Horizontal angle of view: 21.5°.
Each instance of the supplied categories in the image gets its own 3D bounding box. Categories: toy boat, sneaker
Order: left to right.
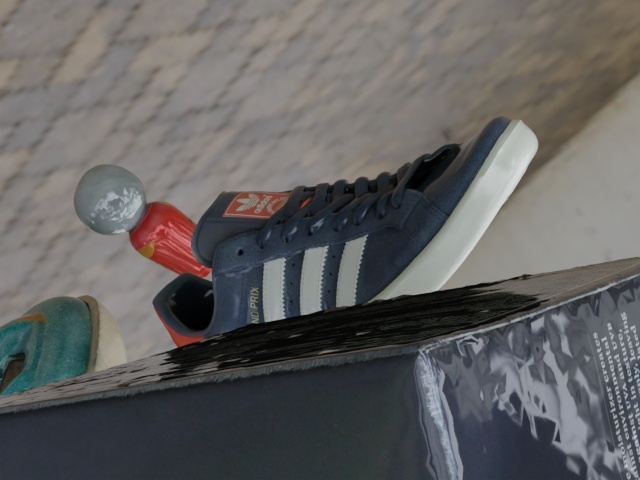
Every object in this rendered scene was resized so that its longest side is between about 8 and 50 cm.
[{"bbox_3d":[-0.238,0.083,1.597,0.318,0.148,0.267,-54,-159,7],"label":"toy boat"},{"bbox_3d":[0.000,0.000,1.192,0.350,0.148,0.131,-42,-177,36],"label":"sneaker"}]

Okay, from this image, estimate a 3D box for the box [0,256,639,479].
[{"bbox_3d":[0.012,0.129,0.816,0.296,0.183,0.294,-12,180,34],"label":"box"}]
